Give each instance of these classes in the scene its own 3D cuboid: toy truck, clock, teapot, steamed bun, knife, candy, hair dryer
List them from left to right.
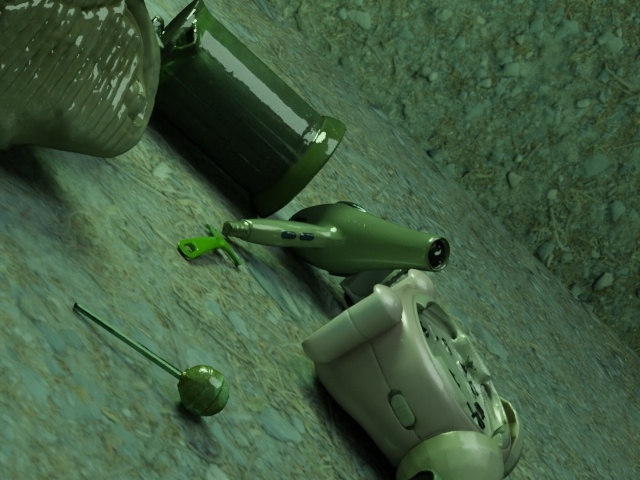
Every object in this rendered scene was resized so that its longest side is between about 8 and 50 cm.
[{"bbox_3d":[-0.350,-0.261,1.762,0.219,0.309,0.324,9,6,35],"label":"steamed bun"},{"bbox_3d":[-0.186,0.125,1.646,0.202,0.061,0.061,36,17,-14],"label":"candy"},{"bbox_3d":[-0.156,0.005,2.075,0.078,0.022,0.166,46,13,12],"label":"knife"},{"bbox_3d":[-0.156,-0.218,2.368,0.337,0.200,0.270,42,-11,-15],"label":"teapot"},{"bbox_3d":[0.041,0.004,2.255,0.296,0.119,0.298,7,3,23],"label":"hair dryer"},{"bbox_3d":[0.094,0.037,2.490,0.111,0.136,0.286,47,11,1],"label":"toy truck"},{"bbox_3d":[0.145,0.220,2.093,0.325,0.184,0.342,54,20,5],"label":"clock"}]

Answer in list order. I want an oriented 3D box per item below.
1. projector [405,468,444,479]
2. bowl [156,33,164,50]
[{"bbox_3d":[0.214,0.433,1.861,0.337,0.108,0.108,46,15,-9],"label":"projector"},{"bbox_3d":[-0.373,-0.323,2.031,0.313,0.146,0.313,45,6,-6],"label":"bowl"}]
